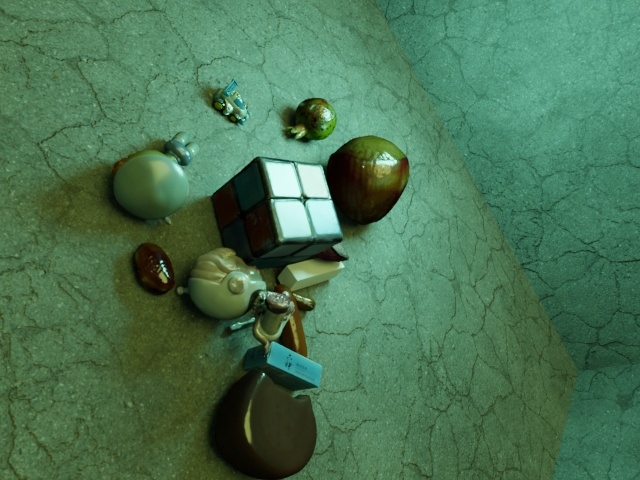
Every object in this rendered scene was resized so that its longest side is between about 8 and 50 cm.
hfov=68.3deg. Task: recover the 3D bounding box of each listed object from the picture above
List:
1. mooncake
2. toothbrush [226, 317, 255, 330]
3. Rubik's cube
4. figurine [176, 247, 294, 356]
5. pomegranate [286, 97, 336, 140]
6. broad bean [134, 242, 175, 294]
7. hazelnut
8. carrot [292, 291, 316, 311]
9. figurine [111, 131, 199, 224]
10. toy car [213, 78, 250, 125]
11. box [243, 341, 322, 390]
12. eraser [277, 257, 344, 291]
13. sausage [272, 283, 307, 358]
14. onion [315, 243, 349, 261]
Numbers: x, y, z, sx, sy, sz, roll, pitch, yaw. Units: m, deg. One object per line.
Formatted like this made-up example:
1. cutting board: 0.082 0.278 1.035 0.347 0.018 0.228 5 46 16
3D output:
1. mooncake: -0.173 0.571 1.473 0.326 0.174 0.334 5 65 -47
2. toothbrush: -0.209 0.271 1.684 0.304 0.030 0.030 -14 81 -48
3. Rubik's cube: -0.157 -0.086 1.696 0.316 0.318 0.313 -2 71 -46
4. figurine: -0.256 0.174 1.481 0.361 0.253 0.211 36 65 8
5. pomegranate: -0.049 -0.546 2.141 0.246 0.198 0.198 -15 80 -7
6. broad bean: -0.506 0.083 1.443 0.114 0.084 0.165 7 59 -61
7. hazelnut: 0.221 -0.272 2.149 0.421 0.353 0.421 -2 90 -65
8. carrot: -0.090 0.226 1.808 0.161 0.055 0.055 27 54 -28
9. figurine: -0.510 -0.250 1.513 0.224 0.205 0.382 39 39 -33
10. toy car: -0.341 -0.552 1.893 0.161 0.098 0.126 43 48 -20
11. box: -0.126 0.433 1.605 0.232 0.142 0.083 33 50 -30
12. eraser: -0.032 0.125 1.867 0.298 0.078 0.076 -12 58 -50
13. sausage: -0.109 0.304 1.712 0.089 0.083 0.300 -11 88 -48
14. onion: 0.000 0.000 1.895 0.250 0.111 0.247 56 11 26
